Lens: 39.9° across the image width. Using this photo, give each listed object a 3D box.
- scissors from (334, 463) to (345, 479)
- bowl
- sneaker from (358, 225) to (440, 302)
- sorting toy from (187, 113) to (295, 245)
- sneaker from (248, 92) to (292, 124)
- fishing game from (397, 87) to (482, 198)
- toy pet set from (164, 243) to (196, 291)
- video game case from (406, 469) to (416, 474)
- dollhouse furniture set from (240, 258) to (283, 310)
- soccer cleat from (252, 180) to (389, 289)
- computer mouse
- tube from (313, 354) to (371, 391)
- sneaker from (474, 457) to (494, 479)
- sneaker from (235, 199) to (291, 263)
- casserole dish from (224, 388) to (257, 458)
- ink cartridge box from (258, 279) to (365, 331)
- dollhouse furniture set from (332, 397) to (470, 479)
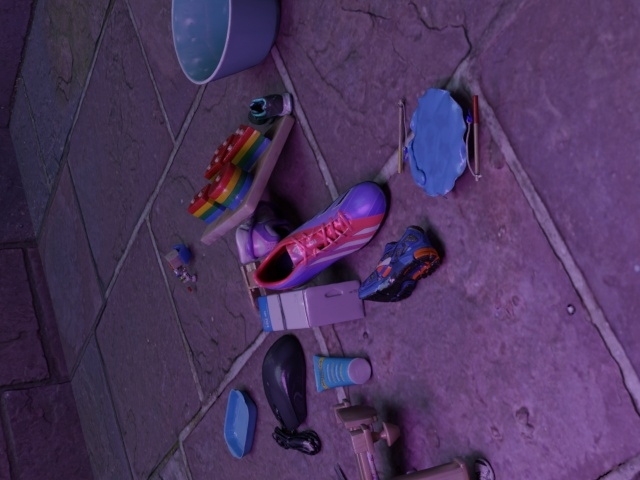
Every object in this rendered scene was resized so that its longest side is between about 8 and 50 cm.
[{"bbox_3d":[0.098,0.587,1.800,0.109,0.021,0.297,-50,52,52],"label":"scissors"},{"bbox_3d":[-0.202,-0.506,1.987,0.312,0.163,0.311,12,105,58],"label":"bowl"},{"bbox_3d":[0.140,0.049,1.611,0.221,0.083,0.087,-42,45,46],"label":"sneaker"},{"bbox_3d":[-0.191,-0.149,1.966,0.255,0.089,0.257,-31,32,56],"label":"sorting toy"},{"bbox_3d":[-0.132,-0.299,1.986,0.166,0.076,0.064,-14,81,58],"label":"sneaker"},{"bbox_3d":[0.204,-0.165,1.500,0.264,0.041,0.189,-173,80,-66],"label":"fishing game"},{"bbox_3d":[-0.386,0.067,2.488,0.122,0.065,0.114,36,159,54],"label":"toy pet set"},{"bbox_3d":[0.187,0.563,1.644,0.183,0.023,0.201,51,135,42],"label":"video game case"},{"bbox_3d":[-0.086,0.095,1.931,0.151,0.144,0.123,-17,89,40],"label":"dollhouse furniture set"},{"bbox_3d":[0.000,0.000,1.707,0.318,0.116,0.108,-38,76,30],"label":"soccer cleat"},{"bbox_3d":[-0.083,0.352,2.005,0.188,0.072,0.272,-7,89,59],"label":"computer mouse"},{"bbox_3d":[0.035,0.274,1.834,0.207,0.052,0.080,158,111,-63],"label":"tube"},{"bbox_3d":[0.271,0.407,1.474,0.032,0.037,0.083,-42,57,54],"label":"sneaker"},{"bbox_3d":[-0.110,-0.022,1.933,0.236,0.105,0.095,-72,-28,-66],"label":"sneaker"},{"bbox_3d":[-0.201,0.464,2.245,0.114,0.037,0.188,40,126,49],"label":"casserole dish"},{"bbox_3d":[-0.020,0.135,1.806,0.191,0.140,0.082,-12,86,58],"label":"ink cartridge box"},{"bbox_3d":[0.157,0.454,1.622,0.355,0.174,0.303,-172,69,-84],"label":"dollhouse furniture set"}]
